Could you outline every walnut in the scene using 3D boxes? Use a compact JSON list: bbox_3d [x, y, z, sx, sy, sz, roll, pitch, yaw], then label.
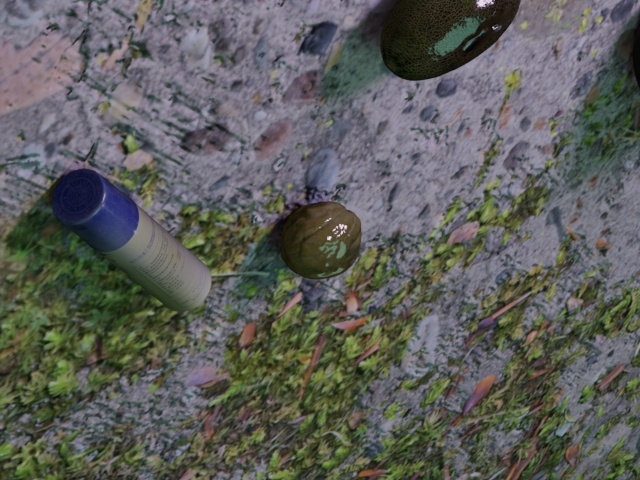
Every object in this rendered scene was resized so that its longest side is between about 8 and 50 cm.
[{"bbox_3d":[0.000,0.000,1.997,0.092,0.092,0.092,-30,145,-24],"label":"walnut"}]

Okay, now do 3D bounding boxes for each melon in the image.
[{"bbox_3d":[0.126,-0.219,1.878,0.162,0.099,0.099,-39,148,-12],"label":"melon"}]

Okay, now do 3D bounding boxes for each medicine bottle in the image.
[{"bbox_3d":[-0.176,0.002,1.809,0.059,0.059,0.231,-45,148,-1],"label":"medicine bottle"}]

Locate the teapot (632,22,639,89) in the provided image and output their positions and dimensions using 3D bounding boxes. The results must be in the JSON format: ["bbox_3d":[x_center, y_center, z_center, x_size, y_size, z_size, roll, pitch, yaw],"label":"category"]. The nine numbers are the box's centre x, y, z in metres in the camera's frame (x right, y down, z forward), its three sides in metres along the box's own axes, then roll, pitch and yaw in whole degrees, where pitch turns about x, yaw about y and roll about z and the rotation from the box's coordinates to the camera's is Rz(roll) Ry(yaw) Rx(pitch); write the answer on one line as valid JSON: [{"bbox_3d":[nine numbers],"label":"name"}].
[{"bbox_3d":[0.540,-0.213,2.245,0.337,0.200,0.270,-26,99,-25],"label":"teapot"}]
